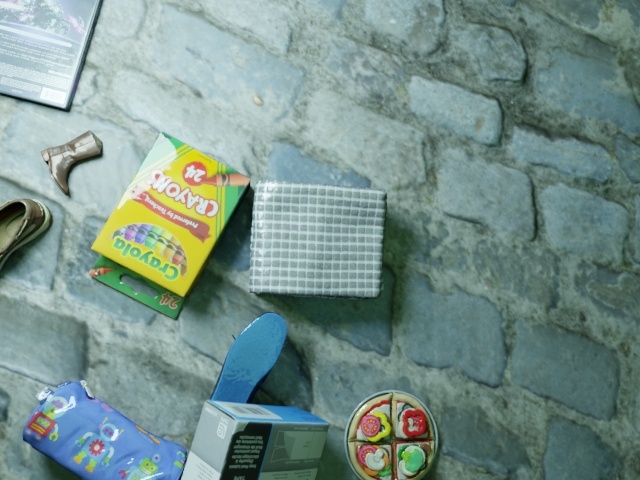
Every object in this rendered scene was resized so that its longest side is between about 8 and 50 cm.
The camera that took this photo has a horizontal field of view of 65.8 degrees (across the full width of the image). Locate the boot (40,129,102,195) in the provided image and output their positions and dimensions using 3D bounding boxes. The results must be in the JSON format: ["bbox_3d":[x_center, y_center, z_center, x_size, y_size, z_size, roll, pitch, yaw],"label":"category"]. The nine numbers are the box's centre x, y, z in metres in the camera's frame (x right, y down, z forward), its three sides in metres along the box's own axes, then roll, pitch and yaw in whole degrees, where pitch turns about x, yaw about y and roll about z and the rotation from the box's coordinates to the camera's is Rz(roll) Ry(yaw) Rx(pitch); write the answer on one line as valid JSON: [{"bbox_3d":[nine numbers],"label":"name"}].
[{"bbox_3d":[-0.487,-0.159,0.998,0.114,0.037,0.107,-26,90,-15],"label":"boot"}]

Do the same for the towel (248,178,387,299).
[{"bbox_3d":[0.000,0.000,1.002,0.283,0.121,0.235,2,84,-8],"label":"towel"}]

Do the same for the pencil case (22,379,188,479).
[{"bbox_3d":[-0.385,0.376,0.907,0.306,0.119,0.133,34,72,-3],"label":"pencil case"}]

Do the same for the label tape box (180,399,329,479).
[{"bbox_3d":[-0.134,0.468,0.874,0.240,0.105,0.334,24,79,-45],"label":"label tape box"}]

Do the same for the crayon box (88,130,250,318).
[{"bbox_3d":[-0.300,-0.027,0.984,0.202,0.081,0.319,28,81,-4],"label":"crayon box"}]

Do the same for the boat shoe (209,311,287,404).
[{"bbox_3d":[-0.155,0.252,0.971,0.109,0.089,0.258,35,84,-1],"label":"boat shoe"}]

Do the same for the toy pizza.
[{"bbox_3d":[0.149,0.414,1.020,0.201,0.032,0.202,1,83,-8],"label":"toy pizza"}]

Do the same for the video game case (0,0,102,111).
[{"bbox_3d":[-0.581,-0.420,1.018,0.195,0.026,0.275,13,81,-6],"label":"video game case"}]

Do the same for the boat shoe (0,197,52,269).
[{"bbox_3d":[-0.635,0.012,0.925,0.095,0.095,0.257,42,80,-2],"label":"boat shoe"}]
